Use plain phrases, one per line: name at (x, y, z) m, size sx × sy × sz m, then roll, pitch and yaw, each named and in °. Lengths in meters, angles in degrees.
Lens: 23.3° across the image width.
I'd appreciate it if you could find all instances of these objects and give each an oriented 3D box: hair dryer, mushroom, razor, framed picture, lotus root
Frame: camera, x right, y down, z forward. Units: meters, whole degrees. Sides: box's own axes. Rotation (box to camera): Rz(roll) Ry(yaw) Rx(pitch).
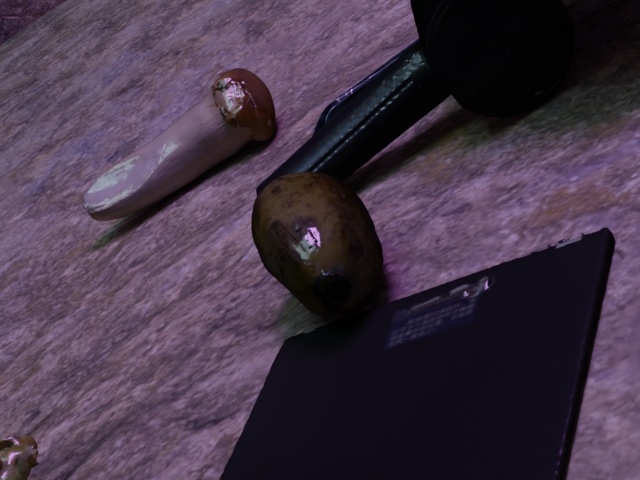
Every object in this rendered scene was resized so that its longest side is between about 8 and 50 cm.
hair dryer at (0.059, -0.134, 1.286) m, size 0.302 × 0.116 × 0.244 m, roll -38°, pitch 18°, yaw 12°
mushroom at (-0.136, -0.084, 1.505) m, size 0.209 × 0.071 × 0.084 m, roll -35°, pitch 53°, yaw 11°
razor at (0.058, -0.144, 1.382) m, size 0.190 × 0.033 × 0.066 m, roll -42°, pitch 23°, yaw -18°
framed picture at (0.033, 0.129, 0.882) m, size 0.255 × 0.014 × 0.339 m, roll -22°, pitch 26°, yaw 30°
lotus root at (0.000, 0.000, 1.091) m, size 0.080 × 0.089 × 0.179 m, roll -44°, pitch 21°, yaw 4°

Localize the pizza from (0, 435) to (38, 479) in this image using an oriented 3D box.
pizza at (-0.288, 0.243, 1.047) m, size 0.287 × 0.075 × 0.280 m, roll -41°, pitch 26°, yaw -20°
